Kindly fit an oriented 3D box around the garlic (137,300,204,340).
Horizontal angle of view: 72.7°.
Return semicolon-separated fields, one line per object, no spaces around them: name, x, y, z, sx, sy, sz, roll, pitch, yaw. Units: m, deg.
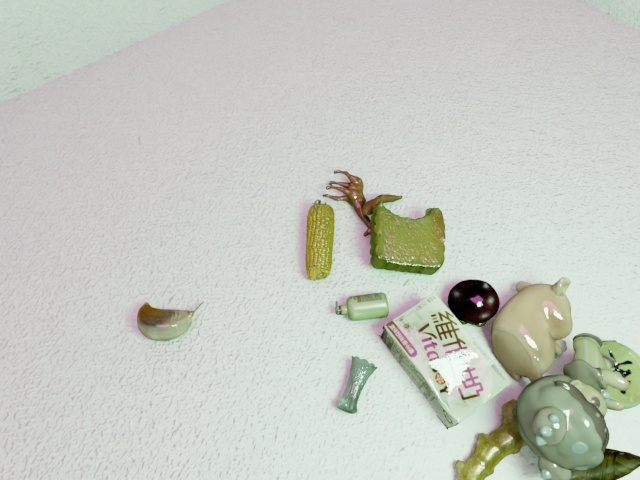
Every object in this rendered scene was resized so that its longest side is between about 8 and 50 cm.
garlic;-0.469;0.244;1.348;0.198;0.090;0.128;-6;48;4

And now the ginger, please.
ginger;0.466;0.556;1.148;0.299;0.065;0.118;-38;53;-19

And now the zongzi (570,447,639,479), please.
zongzi;0.665;0.563;1.069;0.187;0.184;0.084;-15;65;-6

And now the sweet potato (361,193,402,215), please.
sweet potato;0.213;-0.134;1.531;0.050;0.050;0.214;42;45;22

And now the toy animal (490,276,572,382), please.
toy animal;0.620;0.250;1.249;0.256;0.195;0.213;-36;93;-21

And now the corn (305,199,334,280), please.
corn;0.000;0.000;1.464;0.106;0.106;0.293;-1;61;1

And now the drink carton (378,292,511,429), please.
drink carton;0.343;0.334;1.244;0.194;0.132;0.324;-31;65;-14

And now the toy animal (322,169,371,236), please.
toy animal;0.119;-0.136;1.557;0.230;0.066;0.224;22;62;4

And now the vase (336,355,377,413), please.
vase;0.098;0.413;1.238;0.081;0.081;0.148;21;66;13

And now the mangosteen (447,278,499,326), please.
mangosteen;0.465;0.194;1.324;0.152;0.152;0.152;-1;60;1

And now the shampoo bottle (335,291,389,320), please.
shampoo bottle;0.126;0.208;1.350;0.162;0.079;0.079;-7;60;-2

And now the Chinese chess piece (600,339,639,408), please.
Chinese chess piece;0.824;0.377;1.230;0.188;0.083;0.188;0;59;0

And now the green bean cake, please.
green bean cake;0.279;-0.006;1.426;0.236;0.124;0.233;7;64;-3

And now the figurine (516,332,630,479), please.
figurine;0.625;0.397;1.083;0.203;0.248;0.380;16;46;44
